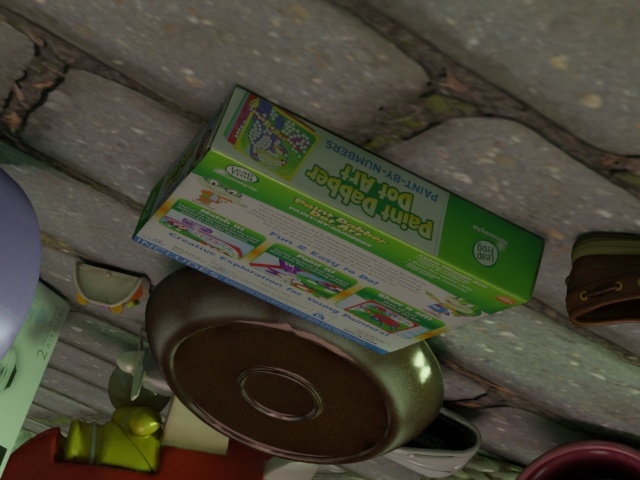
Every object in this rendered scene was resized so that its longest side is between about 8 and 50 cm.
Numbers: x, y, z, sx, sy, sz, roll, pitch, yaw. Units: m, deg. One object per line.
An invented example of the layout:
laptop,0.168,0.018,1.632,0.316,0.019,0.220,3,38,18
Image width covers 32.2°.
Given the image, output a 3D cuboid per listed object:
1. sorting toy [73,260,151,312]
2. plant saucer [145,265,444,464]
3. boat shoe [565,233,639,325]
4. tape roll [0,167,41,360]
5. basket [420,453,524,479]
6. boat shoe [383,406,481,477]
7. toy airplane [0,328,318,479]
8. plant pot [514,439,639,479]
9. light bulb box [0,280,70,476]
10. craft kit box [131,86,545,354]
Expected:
sorting toy,-0.220,0.055,1.212,0.083,0.044,0.075,13,177,18
plant saucer,-0.035,0.137,1.095,0.311,0.050,0.310,13,141,10
boat shoe,0.238,0.033,0.708,0.178,0.060,0.064,-1,151,42
tape roll,-0.380,0.027,0.943,0.275,0.274,0.090,10,156,25
basket,0.253,0.460,1.454,0.331,0.266,0.328,17,159,11
boat shoe,0.055,0.188,1.230,0.258,0.095,0.084,15,150,-8
toy airplane,-0.193,0.270,1.468,0.386,0.272,0.384,-32,148,18
plant pot,0.299,0.316,1.190,0.201,0.201,0.180,12,173,19
light bulb box,-0.517,0.137,1.220,0.225,0.358,0.361,7,156,26
craft kit box,0.000,0.000,0.851,0.250,0.061,0.247,26,161,-15
